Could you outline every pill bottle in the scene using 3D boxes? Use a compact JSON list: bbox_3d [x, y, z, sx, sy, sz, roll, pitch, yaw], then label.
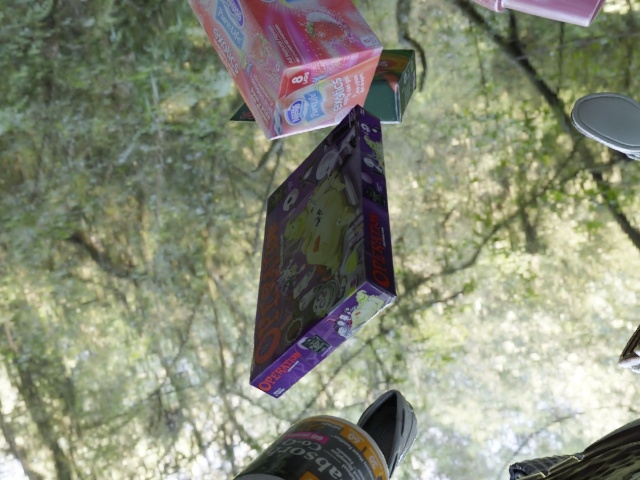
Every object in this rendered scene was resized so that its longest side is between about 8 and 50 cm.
[{"bbox_3d":[-0.033,0.323,0.962,0.162,0.162,0.278,-9,-173,23],"label":"pill bottle"}]

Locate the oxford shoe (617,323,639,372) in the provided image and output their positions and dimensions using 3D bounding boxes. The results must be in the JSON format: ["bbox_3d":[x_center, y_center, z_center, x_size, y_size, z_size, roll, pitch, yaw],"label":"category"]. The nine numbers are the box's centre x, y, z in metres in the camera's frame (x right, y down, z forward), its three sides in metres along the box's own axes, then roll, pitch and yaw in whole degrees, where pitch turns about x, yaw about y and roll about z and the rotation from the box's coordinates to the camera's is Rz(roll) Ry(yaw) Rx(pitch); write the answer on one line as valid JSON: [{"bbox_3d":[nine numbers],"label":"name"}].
[{"bbox_3d":[0.542,0.171,1.259,0.130,0.123,0.348,33,-178,15],"label":"oxford shoe"}]

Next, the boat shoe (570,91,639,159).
[{"bbox_3d":[0.617,-0.208,1.620,0.302,0.114,0.091,15,168,-8],"label":"boat shoe"}]

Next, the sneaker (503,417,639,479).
[{"bbox_3d":[0.108,0.178,0.424,0.281,0.106,0.162,-33,171,3],"label":"sneaker"}]

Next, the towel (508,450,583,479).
[{"bbox_3d":[0.420,0.417,1.159,0.235,0.121,0.284,-1,-147,-24],"label":"towel"}]

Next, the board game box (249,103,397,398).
[{"bbox_3d":[0.000,0.000,1.017,0.208,0.056,0.347,-49,-155,32],"label":"board game box"}]

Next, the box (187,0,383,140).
[{"bbox_3d":[-0.061,-0.305,1.158,0.154,0.300,0.142,-17,151,-23],"label":"box"}]

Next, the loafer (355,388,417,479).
[{"bbox_3d":[0.055,0.375,1.307,0.112,0.111,0.319,12,-129,27],"label":"loafer"}]

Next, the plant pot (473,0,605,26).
[{"bbox_3d":[0.338,-0.406,1.203,0.180,0.201,0.201,31,-158,13],"label":"plant pot"}]

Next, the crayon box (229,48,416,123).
[{"bbox_3d":[0.006,-0.286,1.535,0.318,0.081,0.202,2,-151,14],"label":"crayon box"}]
